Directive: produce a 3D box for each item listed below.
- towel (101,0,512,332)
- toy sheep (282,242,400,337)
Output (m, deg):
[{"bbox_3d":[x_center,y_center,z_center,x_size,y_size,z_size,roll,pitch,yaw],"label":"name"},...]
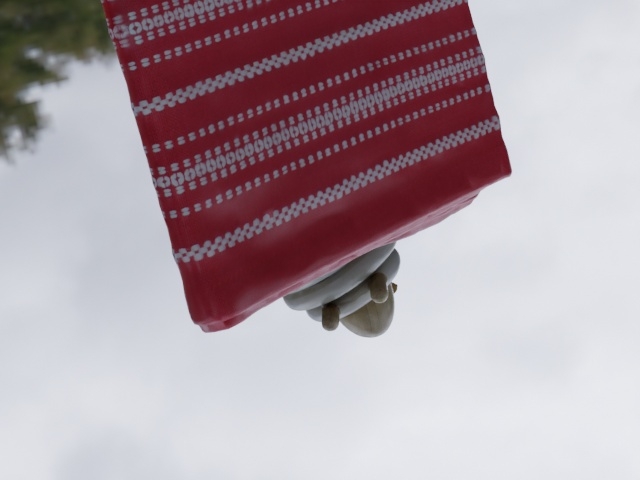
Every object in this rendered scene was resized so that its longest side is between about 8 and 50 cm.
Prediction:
[{"bbox_3d":[-0.017,-0.118,0.699,0.031,0.275,0.199,-3,-163,46],"label":"towel"},{"bbox_3d":[0.000,0.000,0.960,0.091,0.132,0.091,-29,-166,8],"label":"toy sheep"}]
